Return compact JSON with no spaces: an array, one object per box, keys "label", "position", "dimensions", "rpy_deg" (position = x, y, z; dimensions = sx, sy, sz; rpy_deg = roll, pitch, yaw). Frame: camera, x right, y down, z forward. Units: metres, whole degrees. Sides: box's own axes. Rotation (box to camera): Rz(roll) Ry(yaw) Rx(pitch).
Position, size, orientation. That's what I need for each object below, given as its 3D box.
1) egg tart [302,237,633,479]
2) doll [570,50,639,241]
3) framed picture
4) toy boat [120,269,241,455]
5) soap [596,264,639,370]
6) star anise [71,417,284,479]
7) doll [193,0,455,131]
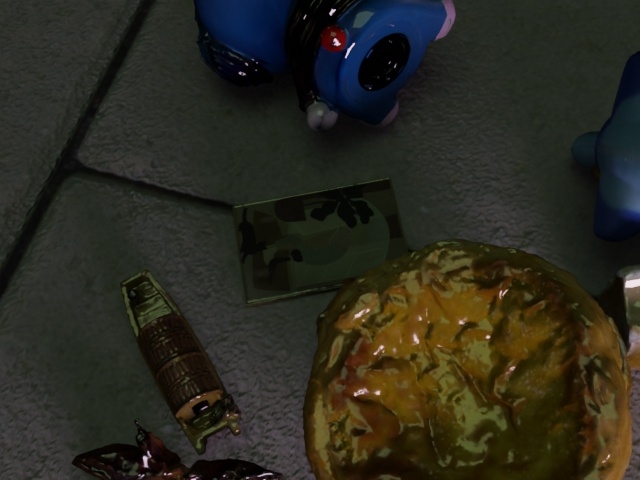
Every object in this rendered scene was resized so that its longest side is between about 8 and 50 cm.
[{"label":"egg tart","position":[0.149,0.160,0.946],"dimensions":[0.341,0.129,0.341],"rpy_deg":[-6,74,19]},{"label":"doll","position":[0.419,-0.064,0.962],"dimensions":[0.365,0.376,0.187],"rpy_deg":[15,74,24]},{"label":"framed picture","position":[0.000,0.000,1.130],"dimensions":[0.200,0.010,0.136],"rpy_deg":[-11,62,0]},{"label":"toy boat","position":[-0.160,0.127,1.037],"dimensions":[0.068,0.088,0.226],"rpy_deg":[-28,65,-9]},{"label":"soap","position":[0.432,0.075,0.963],"dimensions":[0.274,0.173,0.089],"rpy_deg":[-5,71,4]},{"label":"star anise","position":[-0.159,0.275,0.972],"dimensions":[0.212,0.053,0.157],"rpy_deg":[18,95,-2]},{"label":"doll","position":[-0.020,-0.300,1.158],"dimensions":[0.284,0.240,0.310],"rpy_deg":[-51,60,12]}]
